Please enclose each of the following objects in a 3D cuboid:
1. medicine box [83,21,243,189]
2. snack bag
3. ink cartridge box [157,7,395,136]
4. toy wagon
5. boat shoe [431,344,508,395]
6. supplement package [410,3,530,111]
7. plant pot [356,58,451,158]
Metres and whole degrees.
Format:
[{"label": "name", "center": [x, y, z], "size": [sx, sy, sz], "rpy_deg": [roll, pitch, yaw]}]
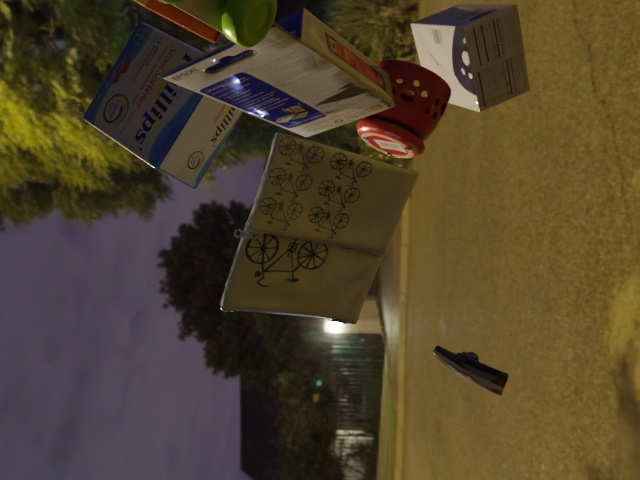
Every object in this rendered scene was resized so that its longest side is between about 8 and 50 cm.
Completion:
[{"label": "medicine box", "center": [-0.343, -0.306, 1.331], "size": [0.264, 0.289, 0.149], "rpy_deg": [-58, -29, 1]}, {"label": "snack bag", "center": [0.000, 0.000, 1.062], "size": [0.037, 0.323, 0.343], "rpy_deg": [42, 115, 51]}, {"label": "ink cartridge box", "center": [-0.042, -0.234, 0.842], "size": [0.371, 0.175, 0.069], "rpy_deg": [1, -104, -62]}, {"label": "toy wagon", "center": [-0.166, -0.257, 0.527], "size": [0.068, 0.267, 0.344], "rpy_deg": [-58, -17, 13]}, {"label": "boat shoe", "center": [0.280, 0.233, 1.100], "size": [0.049, 0.152, 0.056], "rpy_deg": [-56, -34, -8]}, {"label": "supplement package", "center": [0.362, -0.454, 1.440], "size": [0.262, 0.145, 0.204], "rpy_deg": [-131, 19, -62]}, {"label": "plant pot", "center": [0.184, -0.298, 1.363], "size": [0.191, 0.191, 0.174], "rpy_deg": [88, -155, -83]}]
